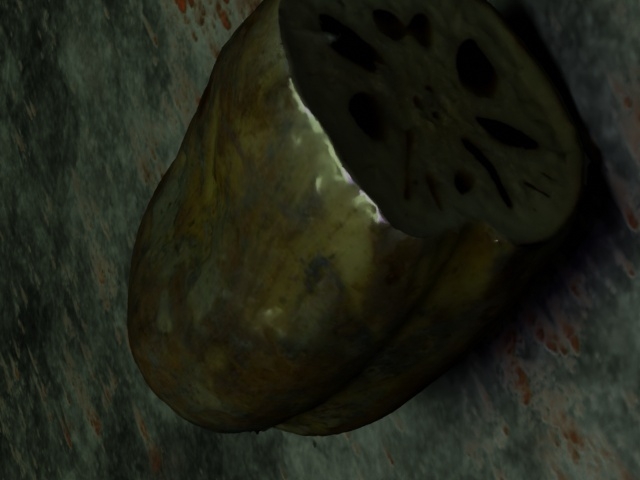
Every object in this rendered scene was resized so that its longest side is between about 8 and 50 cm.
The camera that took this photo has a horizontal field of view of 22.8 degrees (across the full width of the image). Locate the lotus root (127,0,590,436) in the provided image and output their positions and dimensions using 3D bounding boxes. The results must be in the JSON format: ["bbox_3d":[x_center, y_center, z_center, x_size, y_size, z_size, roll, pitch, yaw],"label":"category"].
[{"bbox_3d":[0.000,0.000,1.062,0.346,0.250,0.250,-51,54,42],"label":"lotus root"}]
